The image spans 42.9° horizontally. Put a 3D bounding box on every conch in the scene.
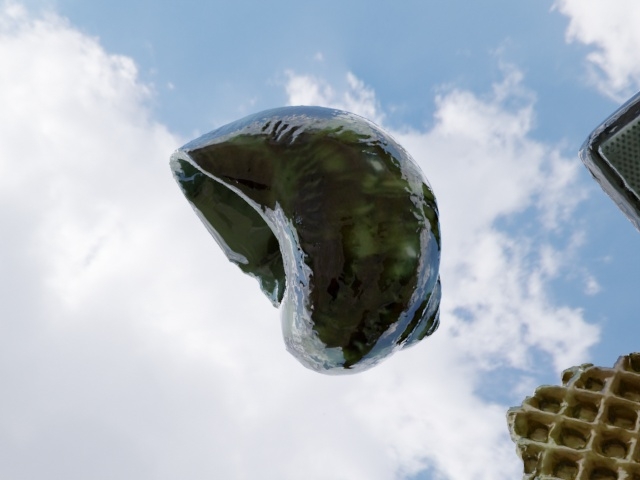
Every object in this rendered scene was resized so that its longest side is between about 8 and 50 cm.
[{"bbox_3d":[0.003,-0.001,0.532,0.124,0.187,0.181,-28,-72,-27],"label":"conch"}]

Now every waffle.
[{"bbox_3d":[0.306,0.201,0.767,0.245,0.052,0.254,-20,-146,-1],"label":"waffle"}]

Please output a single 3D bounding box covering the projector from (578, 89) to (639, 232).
[{"bbox_3d":[0.585,-0.178,1.037,0.405,0.395,0.242,-42,-97,34],"label":"projector"}]
